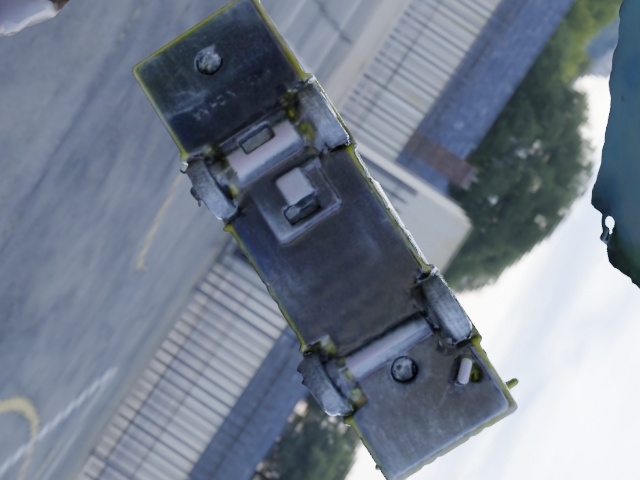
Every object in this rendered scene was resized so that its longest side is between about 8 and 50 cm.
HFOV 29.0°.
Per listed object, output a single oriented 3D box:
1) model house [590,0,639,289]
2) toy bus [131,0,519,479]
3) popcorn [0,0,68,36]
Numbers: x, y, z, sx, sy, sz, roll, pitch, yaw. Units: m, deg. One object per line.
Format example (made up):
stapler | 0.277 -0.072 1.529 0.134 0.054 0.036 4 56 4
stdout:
model house | 0.343 -0.072 0.855 0.226 0.241 0.261 -116 -157 -55
toy bus | 0.000 0.000 0.577 0.081 0.226 0.074 -34 175 3
popcorn | -0.130 -0.164 0.379 0.189 0.169 0.218 -19 146 -40
